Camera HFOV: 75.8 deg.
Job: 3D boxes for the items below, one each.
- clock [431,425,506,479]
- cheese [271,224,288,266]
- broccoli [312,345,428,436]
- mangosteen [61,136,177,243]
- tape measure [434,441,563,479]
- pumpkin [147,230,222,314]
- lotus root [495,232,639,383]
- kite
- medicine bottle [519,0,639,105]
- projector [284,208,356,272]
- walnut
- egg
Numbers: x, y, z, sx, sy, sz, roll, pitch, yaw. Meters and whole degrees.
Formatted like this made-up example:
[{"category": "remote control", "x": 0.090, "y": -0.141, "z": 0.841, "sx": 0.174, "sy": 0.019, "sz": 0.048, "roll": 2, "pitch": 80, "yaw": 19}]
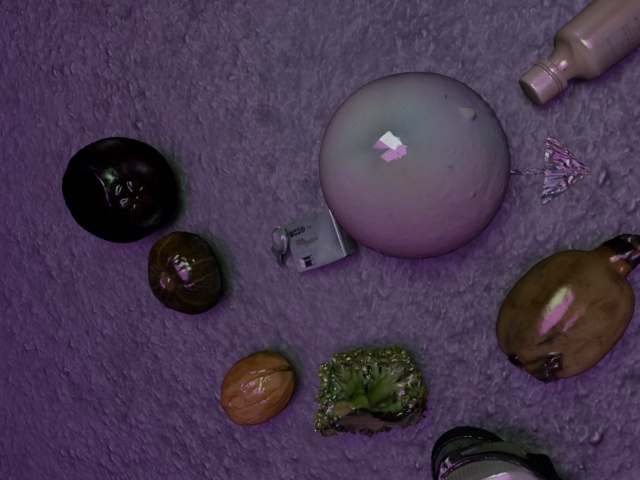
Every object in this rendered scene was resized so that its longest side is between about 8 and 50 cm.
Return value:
[{"category": "clock", "x": 0.327, "y": 0.493, "z": 0.874, "sx": 0.185, "sy": 0.040, "sz": 0.184, "roll": 1, "pitch": 94, "yaw": 21}, {"category": "cheese", "x": -0.099, "y": 0.009, "z": 0.976, "sx": 0.067, "sy": 0.026, "sz": 0.120, "roll": 61, "pitch": 151, "yaw": 27}, {"category": "broccoli", "x": 0.089, "y": 0.300, "z": 0.862, "sx": 0.243, "sy": 0.273, "sz": 0.180, "roll": -24, "pitch": 52, "yaw": 19}, {"category": "mangosteen", "x": -0.521, "y": -0.130, "z": 1.052, "sx": 0.288, "sy": 0.233, "sz": 0.287, "roll": 11, "pitch": 119, "yaw": 20}, {"category": "tape measure", "x": 0.361, "y": 0.485, "z": 0.775, "sx": 0.271, "sy": 0.133, "sz": 0.231, "roll": -29, "pitch": 90, "yaw": 16}, {"category": "pumpkin", "x": -0.337, "y": 0.076, "z": 1.045, "sx": 0.219, "sy": 0.162, "sz": 0.218, "roll": 19, "pitch": 122, "yaw": 34}, {"category": "lotus root", "x": 0.455, "y": 0.108, "z": 0.736, "sx": 0.183, "sy": 0.183, "sz": 0.309, "roll": 38, "pitch": 103, "yaw": 15}, {"category": "kite", "x": 0.443, "y": -0.138, "z": 0.809, "sx": 0.157, "sy": 0.011, "sz": 0.138, "roll": 2, "pitch": 91, "yaw": 19}, {"category": "medicine bottle", "x": 0.480, "y": -0.349, "z": 0.725, "sx": 0.252, "sy": 0.114, "sz": 0.114, "roll": -39, "pitch": 80, "yaw": 18}, {"category": "projector", "x": 0.000, "y": 0.000, "z": 0.939, "sx": 0.147, "sy": 0.061, "sz": 0.115, "roll": -21, "pitch": 84, "yaw": 38}, {"category": "walnut", "x": -0.152, "y": 0.354, "z": 0.988, "sx": 0.207, "sy": 0.159, "sz": 0.159, "roll": -39, "pitch": 80, "yaw": 18}, {"category": "egg", "x": 0.154, "y": -0.135, "z": 0.743, "sx": 0.355, "sy": 0.340, "sz": 0.353, "roll": 1, "pitch": 93, "yaw": 22}]
